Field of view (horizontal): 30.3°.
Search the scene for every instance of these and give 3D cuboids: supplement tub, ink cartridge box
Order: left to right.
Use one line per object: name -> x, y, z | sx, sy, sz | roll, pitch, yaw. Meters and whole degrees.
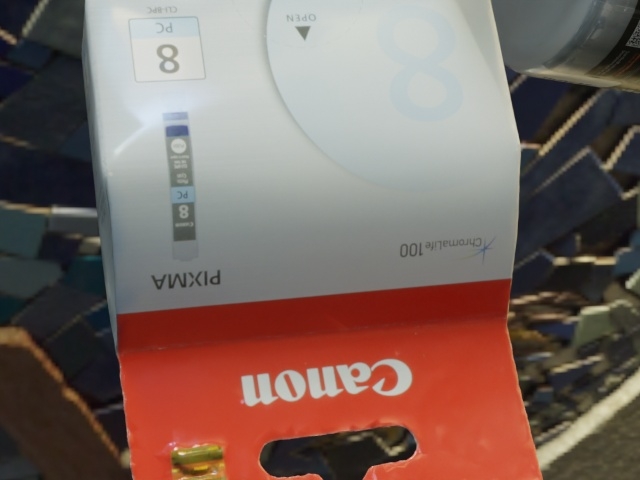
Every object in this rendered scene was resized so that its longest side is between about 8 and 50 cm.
ink cartridge box -> 0.000, 0.000, 0.853 | 0.091, 0.308, 0.385 | 126, 137, -66
supplement tub -> 0.326, -0.238, 1.147 | 0.193, 0.316, 0.193 | -13, 75, 60
